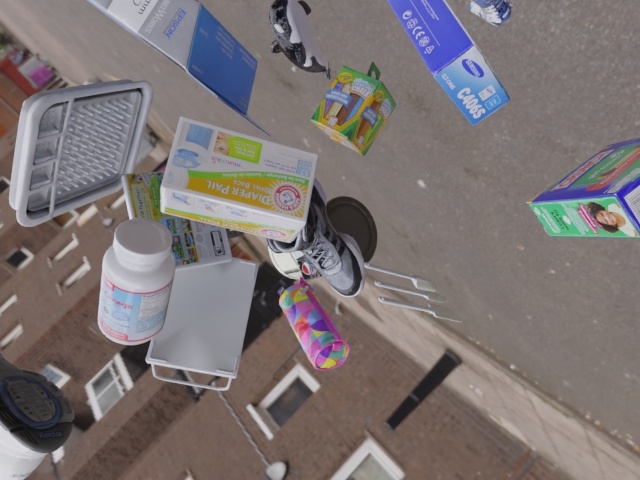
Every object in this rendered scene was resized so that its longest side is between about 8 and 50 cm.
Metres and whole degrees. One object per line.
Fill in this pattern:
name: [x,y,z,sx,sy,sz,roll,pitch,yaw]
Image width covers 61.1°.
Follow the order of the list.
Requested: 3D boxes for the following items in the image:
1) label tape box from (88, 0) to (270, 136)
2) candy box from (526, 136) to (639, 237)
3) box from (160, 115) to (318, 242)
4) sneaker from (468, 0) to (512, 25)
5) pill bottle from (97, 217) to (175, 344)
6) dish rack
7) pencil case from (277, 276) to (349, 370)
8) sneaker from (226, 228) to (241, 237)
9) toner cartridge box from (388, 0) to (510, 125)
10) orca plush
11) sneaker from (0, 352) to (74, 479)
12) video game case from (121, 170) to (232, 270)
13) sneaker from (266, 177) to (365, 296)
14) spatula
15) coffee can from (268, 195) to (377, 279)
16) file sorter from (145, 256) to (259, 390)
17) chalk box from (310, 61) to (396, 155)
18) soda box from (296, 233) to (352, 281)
label tape box: [-0.220,-0.343,0.946,0.333,0.106,0.240,38,-174,13]
candy box: [0.676,-0.124,1.221,0.122,0.268,0.317,55,172,-5]
box: [-0.117,-0.082,0.786,0.203,0.114,0.103,13,160,-12]
sneaker: [0.531,-0.731,1.641,0.131,0.112,0.296,40,-161,3]
pill bottle: [-0.232,0.052,0.688,0.087,0.087,0.160,41,131,23]
dish rack: [-0.493,-0.198,1.109,0.072,0.286,0.333,30,-151,9]
pencil case: [-0.020,0.198,1.296,0.236,0.104,0.104,54,180,44]
sneaker: [-0.261,-0.061,1.562,0.209,0.069,0.082,115,137,-82]
toner cartridge box: [0.183,-0.368,0.906,0.165,0.075,0.348,25,-142,-50]
orca plush: [-0.066,-0.470,1.273,0.102,0.151,0.287,-1,-177,19]
sneaker: [-0.426,0.165,0.633,0.297,0.129,0.111,43,-166,17]
video game case: [-0.318,-0.046,1.212,0.026,0.206,0.227,-24,77,56]
sneaker: [-0.015,0.012,0.994,0.269,0.101,0.153,61,-151,-12]
spatula: [0.217,0.123,1.320,0.242,0.019,0.168,15,-147,-27]
coffee can: [0.000,0.000,1.562,0.201,0.201,0.275,48,149,-18]
file sorter: [-0.273,0.189,1.279,0.192,0.278,0.173,12,150,-8]
chalk box: [0.137,-0.483,1.917,0.179,0.289,0.180,34,-176,29]
soda box: [0.020,0.039,1.270,0.053,0.169,0.060,-19,94,40]
